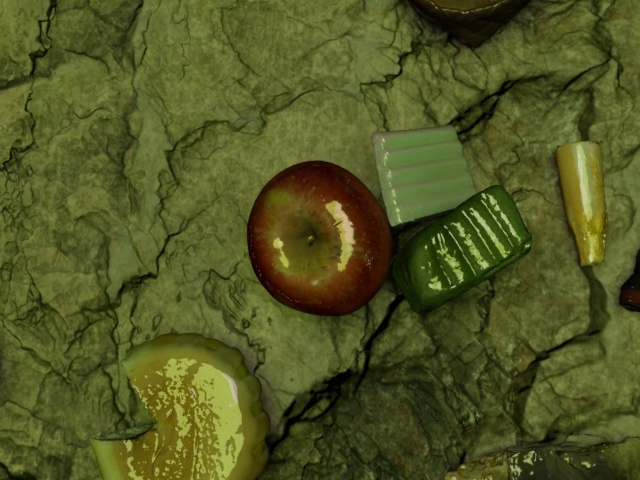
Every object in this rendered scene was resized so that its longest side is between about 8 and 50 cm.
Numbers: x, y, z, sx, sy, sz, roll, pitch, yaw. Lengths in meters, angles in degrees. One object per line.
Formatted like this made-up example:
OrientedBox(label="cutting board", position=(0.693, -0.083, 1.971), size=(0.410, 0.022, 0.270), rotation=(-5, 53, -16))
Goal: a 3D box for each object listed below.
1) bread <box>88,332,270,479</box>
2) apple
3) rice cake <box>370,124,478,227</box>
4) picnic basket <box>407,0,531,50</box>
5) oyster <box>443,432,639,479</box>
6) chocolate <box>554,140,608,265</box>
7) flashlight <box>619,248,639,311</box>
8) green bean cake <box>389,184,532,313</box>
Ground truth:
OrientedBox(label="bread", position=(-0.228, 0.331, 1.188), size=(0.332, 0.160, 0.333), rotation=(-1, 82, 8))
OrientedBox(label="apple", position=(0.000, 0.000, 1.196), size=(0.272, 0.206, 0.252), rotation=(41, 100, 15))
OrientedBox(label="rice cake", position=(0.186, -0.121, 1.218), size=(0.198, 0.037, 0.189), rotation=(-5, 75, -30))
OrientedBox(label="picnic basket", position=(0.288, -0.552, 1.193), size=(0.337, 0.337, 0.293), rotation=(-44, 78, -1))
OrientedBox(label="oyster", position=(0.380, 0.391, 1.117), size=(0.341, 0.110, 0.166), rotation=(8, 87, -4))
OrientedBox(label="chocolate", position=(0.465, -0.064, 1.208), size=(0.085, 0.085, 0.220), rotation=(-4, 83, 7))
OrientedBox(label="flashlight", position=(0.588, 0.015, 1.171), size=(0.093, 0.093, 0.232), rotation=(21, 80, 11))
OrientedBox(label="green bean cake", position=(0.230, 0.022, 1.132), size=(0.222, 0.248, 0.125), rotation=(-33, 79, 0))
